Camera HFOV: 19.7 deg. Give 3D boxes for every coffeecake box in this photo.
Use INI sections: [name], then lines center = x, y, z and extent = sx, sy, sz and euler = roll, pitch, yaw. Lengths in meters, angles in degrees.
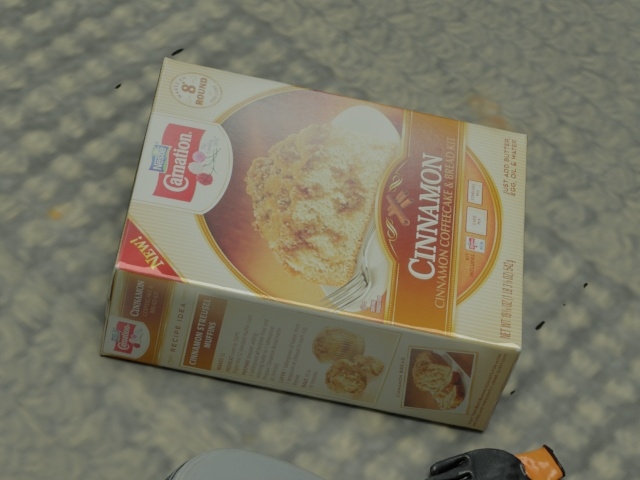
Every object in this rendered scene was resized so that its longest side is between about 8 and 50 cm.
[coffeecake box]
center = 0.000, 0.000, 0.881
extent = 0.185, 0.068, 0.142
euler = 11, 47, -4

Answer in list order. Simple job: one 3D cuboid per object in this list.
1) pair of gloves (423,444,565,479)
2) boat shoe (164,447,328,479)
[pair of gloves]
center = 0.088, 0.127, 0.828
extent = 0.074, 0.010, 0.083
euler = -11, 52, -24
[boat shoe]
center = 0.040, 0.174, 0.720
extent = 0.267, 0.088, 0.096
euler = 25, 44, -17
